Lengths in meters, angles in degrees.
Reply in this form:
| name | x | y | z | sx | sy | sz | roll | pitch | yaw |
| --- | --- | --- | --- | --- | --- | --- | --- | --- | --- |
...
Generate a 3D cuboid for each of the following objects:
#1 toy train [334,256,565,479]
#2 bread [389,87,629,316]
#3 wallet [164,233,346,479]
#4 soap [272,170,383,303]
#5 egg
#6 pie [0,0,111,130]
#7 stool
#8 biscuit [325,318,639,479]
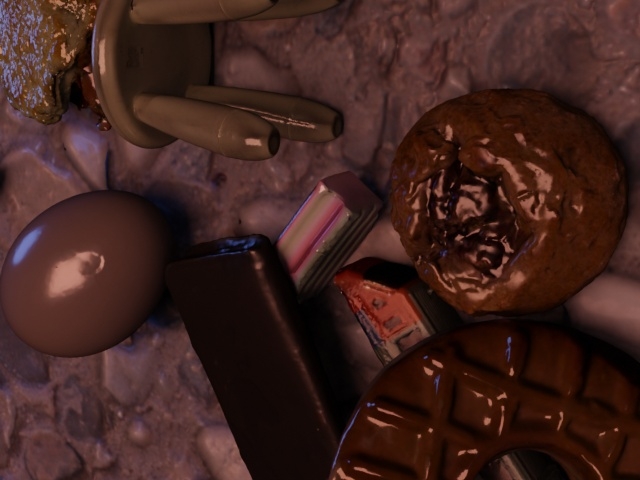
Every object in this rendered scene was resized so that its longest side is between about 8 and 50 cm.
| name | x | y | z | sx | sy | sz | roll | pitch | yaw |
| --- | --- | --- | --- | --- | --- | --- | --- | --- | --- |
| toy train | 0.157 | 0.182 | 1.039 | 0.089 | 0.086 | 0.409 | -34 | 84 | 25 |
| bread | 0.168 | -0.030 | 0.964 | 0.230 | 0.123 | 0.230 | 7 | 107 | 26 |
| wallet | -0.050 | 0.176 | 1.132 | 0.197 | 0.051 | 0.377 | -9 | 106 | 50 |
| soap | 0.000 | 0.000 | 1.077 | 0.056 | 0.100 | 0.149 | 46 | 120 | 15 |
| egg | -0.267 | 0.035 | 1.194 | 0.232 | 0.176 | 0.176 | -42 | 80 | 22 |
| pie | -0.317 | -0.271 | 1.193 | 0.257 | 0.105 | 0.274 | 12 | 106 | 37 |
| stool | -0.098 | -0.186 | 1.035 | 0.198 | 0.195 | 0.195 | 5 | 104 | 26 |
| biscuit | 0.199 | 0.208 | 0.930 | 0.366 | 0.115 | 0.268 | 22 | 79 | -2 |
